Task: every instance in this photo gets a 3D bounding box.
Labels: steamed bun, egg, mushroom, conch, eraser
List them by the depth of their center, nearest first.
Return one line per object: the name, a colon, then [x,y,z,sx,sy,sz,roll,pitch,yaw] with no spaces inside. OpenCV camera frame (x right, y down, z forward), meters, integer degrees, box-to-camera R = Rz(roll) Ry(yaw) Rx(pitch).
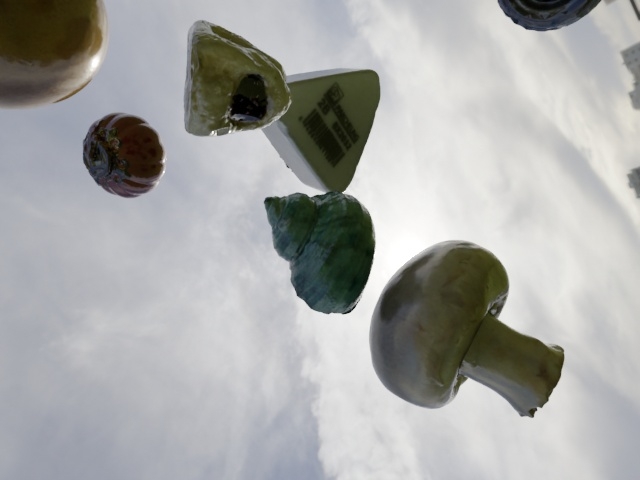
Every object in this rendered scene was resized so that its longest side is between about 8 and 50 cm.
egg: [-0.460,-0.310,0.613,0.250,0.323,0.250,-1,-90,-76]
steamed bun: [-0.122,-0.236,0.661,0.155,0.140,0.172,3,-140,-22]
mushroom: [0.236,0.152,0.719,0.297,0.290,0.297,-40,-37,-40]
conch: [-0.002,-0.003,0.721,0.202,0.134,0.196,24,-129,12]
eraser: [-0.026,-0.303,1.100,0.331,0.150,0.331,-13,-65,-30]

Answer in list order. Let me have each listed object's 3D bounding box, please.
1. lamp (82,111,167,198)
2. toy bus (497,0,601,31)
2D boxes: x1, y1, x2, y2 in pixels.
lamp: [-0.521,-0.223,1.166,0.227,0.227,0.226,19,-120,-38]
toy bus: [0.282,-0.266,0.250,0.233,0.427,0.203,82,-152,-43]
